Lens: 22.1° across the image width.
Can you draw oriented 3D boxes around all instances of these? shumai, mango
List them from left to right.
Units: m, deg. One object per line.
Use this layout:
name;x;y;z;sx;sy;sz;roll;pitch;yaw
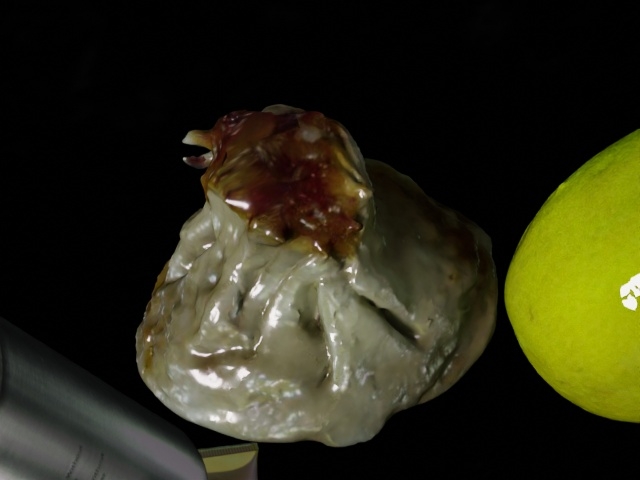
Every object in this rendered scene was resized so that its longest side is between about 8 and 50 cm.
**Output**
shumai;-0.001;-0.001;0.519;0.123;0.099;0.087;-28;137;-31
mango;0.134;-0.002;0.524;0.163;0.089;0.117;-33;168;26

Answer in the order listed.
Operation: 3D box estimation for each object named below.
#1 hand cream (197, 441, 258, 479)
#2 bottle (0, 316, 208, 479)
hand cream;-0.059;0.150;0.852;0.076;0.047;0.174;-8;145;2
bottle;-0.121;0.069;0.632;0.096;0.079;0.253;-49;148;-2
